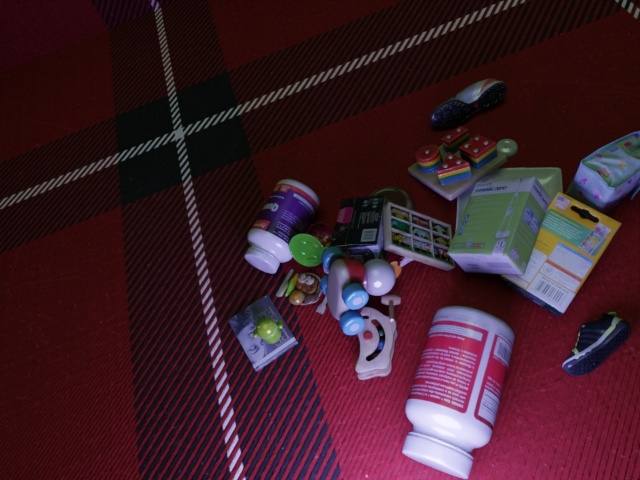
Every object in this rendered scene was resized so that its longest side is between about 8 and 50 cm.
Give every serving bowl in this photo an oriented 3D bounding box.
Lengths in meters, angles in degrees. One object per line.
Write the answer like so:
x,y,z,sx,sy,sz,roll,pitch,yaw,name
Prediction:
0.687,-0.345,1.820,0.083,0.027,0.083,-7,59,12,serving bowl

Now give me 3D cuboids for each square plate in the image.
0.638,-0.099,1.673,0.343,0.049,0.347,2,61,16,square plate

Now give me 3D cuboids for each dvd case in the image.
-0.199,0.309,1.675,0.164,0.018,0.221,-34,57,-6,dvd case

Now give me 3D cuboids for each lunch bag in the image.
0.937,-0.213,1.555,0.262,0.223,0.160,-33,62,-8,lunch bag

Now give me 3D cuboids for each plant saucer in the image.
0.246,-0.126,1.805,0.198,0.036,0.199,-7,58,12,plant saucer

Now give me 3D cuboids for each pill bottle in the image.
0.367,0.404,1.336,0.229,0.229,0.408,14,64,23,pill bottle
-0.143,-0.050,1.779,0.181,0.181,0.323,17,65,24,pill bottle

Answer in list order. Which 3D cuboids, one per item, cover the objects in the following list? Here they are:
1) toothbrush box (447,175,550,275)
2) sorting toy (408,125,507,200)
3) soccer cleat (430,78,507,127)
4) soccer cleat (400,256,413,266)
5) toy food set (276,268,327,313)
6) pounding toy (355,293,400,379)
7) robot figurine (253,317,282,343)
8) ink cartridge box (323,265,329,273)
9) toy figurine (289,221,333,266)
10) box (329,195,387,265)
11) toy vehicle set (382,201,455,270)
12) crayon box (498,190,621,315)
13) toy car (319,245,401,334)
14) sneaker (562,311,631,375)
0.548,-0.045,1.514,0.206,0.122,0.283,-1,56,52,toothbrush box
0.477,-0.295,1.767,0.255,0.089,0.257,-35,40,-6,sorting toy
0.566,-0.543,1.941,0.318,0.109,0.116,-27,36,1,soccer cleat
0.303,0.061,1.681,0.035,0.029,0.083,31,67,33,soccer cleat
-0.055,0.168,1.708,0.192,0.038,0.132,17,66,24,toy food set
0.153,0.277,1.516,0.154,0.155,0.270,6,59,16,pounding toy
-0.168,0.293,1.595,0.101,0.115,0.067,-20,58,3,robot figurine
0.139,0.049,1.733,0.180,0.056,0.225,16,47,24,ink cartridge box
0.000,0.000,1.720,0.173,0.130,0.159,14,35,15,toy figurine
0.143,-0.016,1.650,0.163,0.142,0.247,-3,43,18,box
0.323,-0.012,1.612,0.266,0.035,0.166,17,57,-25,toy vehicle set
0.722,0.039,1.497,0.203,0.083,0.323,34,85,21,crayon box
0.144,0.136,1.512,0.237,0.210,0.219,-10,38,-17,toy car
0.766,0.291,1.401,0.234,0.084,0.097,-34,33,-7,sneaker
